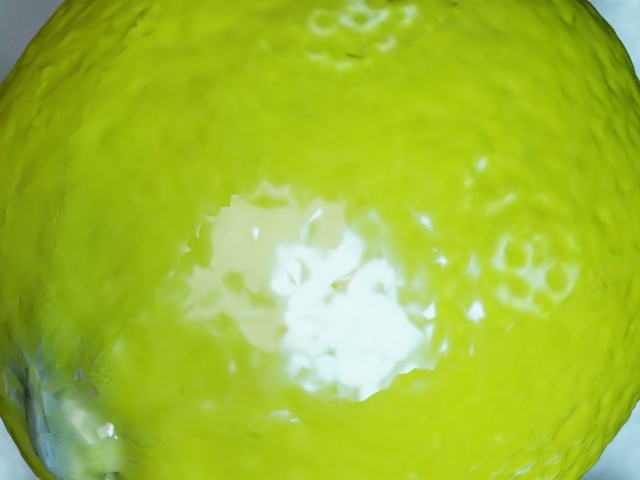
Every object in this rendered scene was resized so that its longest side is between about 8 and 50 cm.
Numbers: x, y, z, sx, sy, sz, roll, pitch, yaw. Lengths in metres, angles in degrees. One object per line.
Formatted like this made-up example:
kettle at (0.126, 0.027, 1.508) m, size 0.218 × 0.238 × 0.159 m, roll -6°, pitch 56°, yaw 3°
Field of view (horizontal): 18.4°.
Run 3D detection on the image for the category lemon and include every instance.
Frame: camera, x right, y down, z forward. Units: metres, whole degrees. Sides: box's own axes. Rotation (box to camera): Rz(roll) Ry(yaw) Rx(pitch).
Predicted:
lemon at (0.001, 0.000, 0.757) m, size 0.293 × 0.293 × 0.293 m, roll 1°, pitch 98°, yaw 9°

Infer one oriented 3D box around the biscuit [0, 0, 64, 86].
biscuit at (-0.164, -0.156, 0.848) m, size 0.181 × 0.049 × 0.208 m, roll 3°, pitch 120°, yaw 14°
